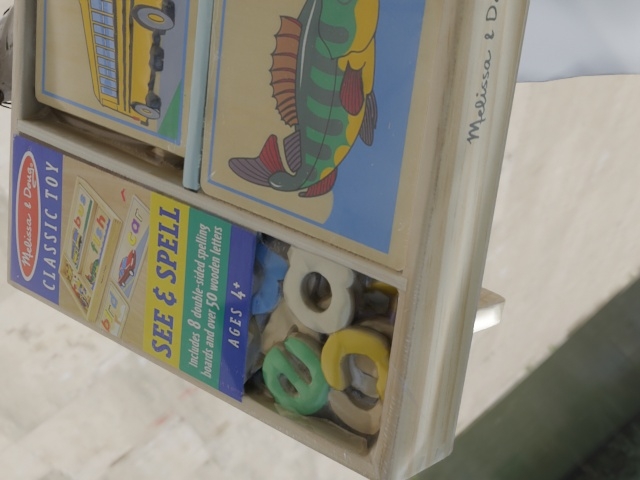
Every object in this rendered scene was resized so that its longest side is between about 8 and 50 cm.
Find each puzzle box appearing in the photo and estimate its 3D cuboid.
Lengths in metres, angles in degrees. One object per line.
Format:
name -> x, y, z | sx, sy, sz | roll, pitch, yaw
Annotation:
puzzle box -> -0.035, -0.128, 0.526 | 0.052, 0.272, 0.409 | -17, 120, -47

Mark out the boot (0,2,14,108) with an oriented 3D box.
boot -> -0.186, -0.099, 0.838 | 0.082, 0.219, 0.106 | 18, 148, -38

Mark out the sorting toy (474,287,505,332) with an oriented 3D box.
sorting toy -> 0.000, 0.000, 1.013 | 0.257, 0.255, 0.089 | -10, 119, -55

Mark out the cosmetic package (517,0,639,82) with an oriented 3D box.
cosmetic package -> 0.122, -0.338, 0.772 | 0.230, 0.453, 0.161 | -2, 160, -5
